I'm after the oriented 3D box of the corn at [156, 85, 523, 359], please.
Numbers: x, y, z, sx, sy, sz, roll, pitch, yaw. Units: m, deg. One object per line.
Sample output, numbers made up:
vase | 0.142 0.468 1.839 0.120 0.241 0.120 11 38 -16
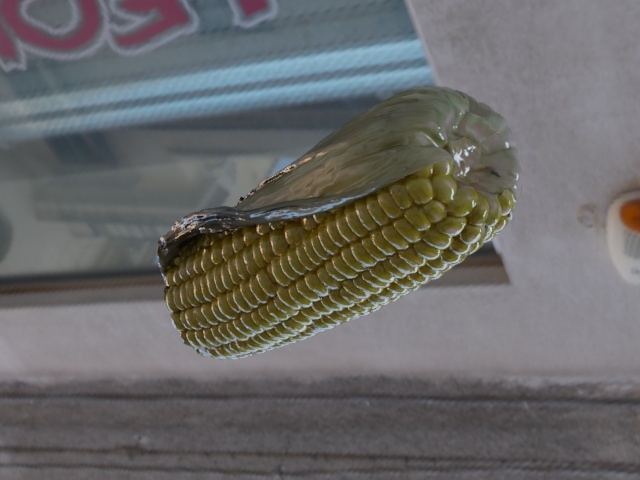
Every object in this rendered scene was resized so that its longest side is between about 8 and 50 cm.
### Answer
corn | 0.000 -0.004 0.741 0.305 0.122 0.123 -27 -169 42
